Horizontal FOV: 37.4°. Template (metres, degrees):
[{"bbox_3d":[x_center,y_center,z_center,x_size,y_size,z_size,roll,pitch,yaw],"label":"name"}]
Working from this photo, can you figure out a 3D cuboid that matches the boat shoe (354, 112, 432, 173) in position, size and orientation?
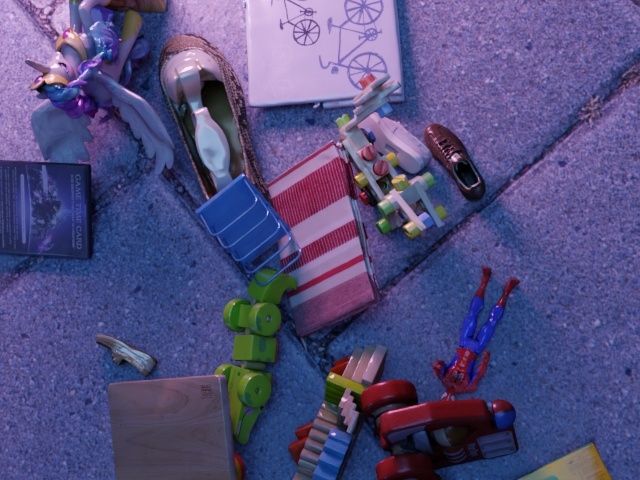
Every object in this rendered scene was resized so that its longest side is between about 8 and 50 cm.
[{"bbox_3d":[0.151,-0.213,1.933,0.184,0.066,0.063,38,52,21],"label":"boat shoe"}]

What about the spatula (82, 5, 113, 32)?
[{"bbox_3d":[-0.537,-0.376,2.066,0.084,0.030,0.297,18,80,0],"label":"spatula"}]

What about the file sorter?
[{"bbox_3d":[-0.131,-0.015,1.791,0.118,0.170,0.104,-39,38,1],"label":"file sorter"}]

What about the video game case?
[{"bbox_3d":[-0.609,-0.067,1.963,0.274,0.026,0.196,3,100,7],"label":"video game case"}]

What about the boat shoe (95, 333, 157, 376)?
[{"bbox_3d":[-0.394,0.229,1.886,0.135,0.050,0.045,23,74,12],"label":"boat shoe"}]

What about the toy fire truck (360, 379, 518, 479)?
[{"bbox_3d":[0.219,0.341,1.661,0.253,0.302,0.170,-16,59,6],"label":"toy fire truck"}]

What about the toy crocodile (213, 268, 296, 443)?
[{"bbox_3d":[-0.128,0.220,1.829,0.115,0.105,0.341,1,79,50],"label":"toy crocodile"}]

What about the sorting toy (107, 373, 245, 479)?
[{"bbox_3d":[-0.261,0.384,1.776,0.257,0.089,0.256,-8,86,26],"label":"sorting toy"}]

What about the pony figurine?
[{"bbox_3d":[-0.457,-0.320,1.906,0.302,0.351,0.364,-6,48,17],"label":"pony figurine"}]

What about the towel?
[{"bbox_3d":[0.000,0.000,1.840,0.237,0.037,0.329,-28,68,43],"label":"towel"}]

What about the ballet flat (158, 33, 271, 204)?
[{"bbox_3d":[-0.227,-0.248,1.921,0.164,0.182,0.483,-22,74,4],"label":"ballet flat"}]

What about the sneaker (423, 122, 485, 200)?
[{"bbox_3d":[0.273,-0.168,1.897,0.066,0.071,0.188,-34,75,-2],"label":"sneaker"}]

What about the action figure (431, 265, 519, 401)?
[{"bbox_3d":[0.287,0.183,1.777,0.091,0.139,0.281,22,82,13],"label":"action figure"}]

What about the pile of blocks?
[{"bbox_3d":[0.010,0.351,1.756,0.112,0.149,0.362,20,79,12],"label":"pile of blocks"}]

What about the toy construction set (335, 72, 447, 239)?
[{"bbox_3d":[0.120,-0.152,1.827,0.151,0.215,0.328,-19,89,-9],"label":"toy construction set"}]

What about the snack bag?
[{"bbox_3d":[0.000,-0.429,2.016,0.342,0.037,0.323,-6,74,5],"label":"snack bag"}]

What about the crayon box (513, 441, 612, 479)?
[{"bbox_3d":[0.404,0.500,1.704,0.278,0.081,0.165,-26,74,0],"label":"crayon box"}]

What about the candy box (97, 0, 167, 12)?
[{"bbox_3d":[-0.445,-0.585,1.964,0.182,0.316,0.088,3,77,7],"label":"candy box"}]
